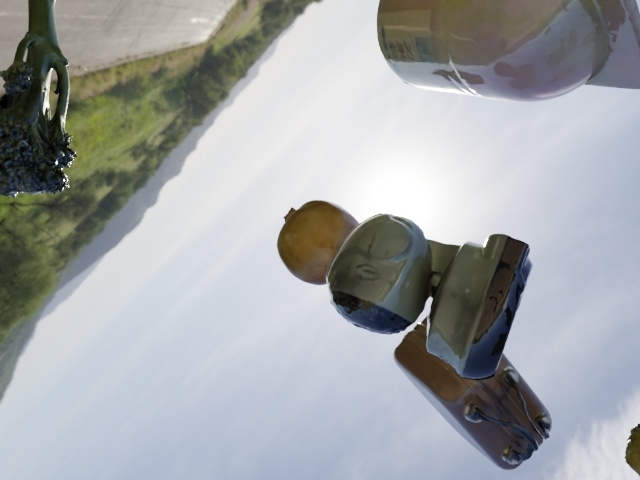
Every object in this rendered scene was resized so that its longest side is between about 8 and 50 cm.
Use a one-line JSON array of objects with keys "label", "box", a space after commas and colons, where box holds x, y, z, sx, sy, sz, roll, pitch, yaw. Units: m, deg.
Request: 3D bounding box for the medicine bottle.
[{"label": "medicine bottle", "box": [0.278, -0.324, 0.793, 0.236, 0.236, 0.406, -49, -149, -1]}]

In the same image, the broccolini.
[{"label": "broccolini", "box": [-0.297, -0.226, 0.542, 0.074, 0.079, 0.392, -39, -121, 57]}]

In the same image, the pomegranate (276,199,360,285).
[{"label": "pomegranate", "box": [0.004, 0.006, 1.381, 0.233, 0.233, 0.233, -43, -162, 18]}]

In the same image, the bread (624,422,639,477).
[{"label": "bread", "box": [0.693, 0.416, 0.844, 0.245, 0.361, 0.233, -60, 175, -67]}]

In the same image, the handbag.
[{"label": "handbag", "box": [0.300, 0.291, 1.005, 0.149, 0.302, 0.283, -42, -158, -7]}]

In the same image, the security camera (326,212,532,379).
[{"label": "security camera", "box": [0.144, 0.067, 0.793, 0.191, 0.277, 0.197, -67, 159, -7]}]
